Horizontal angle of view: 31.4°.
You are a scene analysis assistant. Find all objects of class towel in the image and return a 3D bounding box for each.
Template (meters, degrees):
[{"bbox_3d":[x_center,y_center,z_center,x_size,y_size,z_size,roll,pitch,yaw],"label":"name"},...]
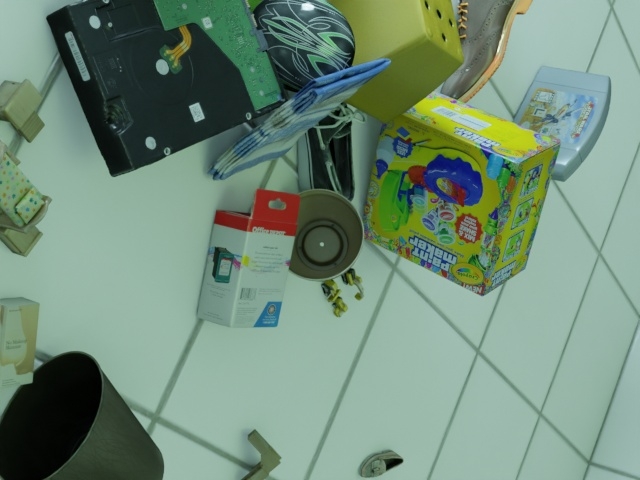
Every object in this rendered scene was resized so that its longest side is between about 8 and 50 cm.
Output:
[{"bbox_3d":[-0.034,-0.191,1.809,0.209,0.285,0.034,-28,85,-49],"label":"towel"}]

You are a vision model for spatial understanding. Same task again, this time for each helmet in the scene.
[{"bbox_3d":[-0.030,-0.312,1.801,0.161,0.169,0.169,19,85,-76],"label":"helmet"}]

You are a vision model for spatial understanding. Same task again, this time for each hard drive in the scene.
[{"bbox_3d":[-0.208,-0.253,1.629,0.339,0.064,0.237,-32,104,-45],"label":"hard drive"}]

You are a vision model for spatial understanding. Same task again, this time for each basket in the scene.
[{"bbox_3d":[-0.331,0.298,1.636,0.204,0.154,0.227,-64,147,-21],"label":"basket"}]

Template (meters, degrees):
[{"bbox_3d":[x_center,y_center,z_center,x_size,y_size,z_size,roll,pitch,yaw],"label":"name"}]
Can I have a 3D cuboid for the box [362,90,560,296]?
[{"bbox_3d":[0.261,-0.095,2.164,0.177,0.290,0.279,-26,134,-48],"label":"box"}]

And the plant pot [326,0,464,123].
[{"bbox_3d":[0.124,-0.352,1.952,0.212,0.187,0.212,19,57,-56],"label":"plant pot"}]

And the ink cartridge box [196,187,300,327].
[{"bbox_3d":[-0.117,0.026,1.901,0.134,0.078,0.231,6,96,-56],"label":"ink cartridge box"}]

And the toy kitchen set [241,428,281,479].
[{"bbox_3d":[-0.124,0.395,2.065,0.083,0.075,0.068,-41,-176,5],"label":"toy kitchen set"}]

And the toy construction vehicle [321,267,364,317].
[{"bbox_3d":[0.048,0.097,2.196,0.086,0.035,0.098,-49,137,-34],"label":"toy construction vehicle"}]

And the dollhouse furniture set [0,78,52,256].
[{"bbox_3d":[-0.372,-0.089,1.481,0.161,0.101,0.182,-59,142,-24],"label":"dollhouse furniture set"}]

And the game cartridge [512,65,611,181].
[{"bbox_3d":[0.554,-0.276,2.645,0.297,0.198,0.062,-60,142,-23],"label":"game cartridge"}]

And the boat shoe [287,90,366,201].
[{"bbox_3d":[0.014,-0.209,1.984,0.113,0.105,0.306,-24,120,-49],"label":"boat shoe"}]

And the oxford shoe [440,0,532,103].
[{"bbox_3d":[0.321,-0.441,2.363,0.132,0.130,0.364,30,82,-21],"label":"oxford shoe"}]

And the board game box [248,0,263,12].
[{"bbox_3d":[-0.084,-0.466,1.821,0.124,0.039,0.259,6,99,-57],"label":"board game box"}]

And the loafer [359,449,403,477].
[{"bbox_3d":[0.132,0.479,2.440,0.125,0.039,0.045,-14,113,-52],"label":"loafer"}]

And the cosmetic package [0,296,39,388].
[{"bbox_3d":[-0.420,0.138,1.543,0.060,0.041,0.115,-6,106,-53],"label":"cosmetic package"}]

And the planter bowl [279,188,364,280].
[{"bbox_3d":[0.000,0.000,2.010,0.109,0.162,0.162,63,46,-77],"label":"planter bowl"}]
